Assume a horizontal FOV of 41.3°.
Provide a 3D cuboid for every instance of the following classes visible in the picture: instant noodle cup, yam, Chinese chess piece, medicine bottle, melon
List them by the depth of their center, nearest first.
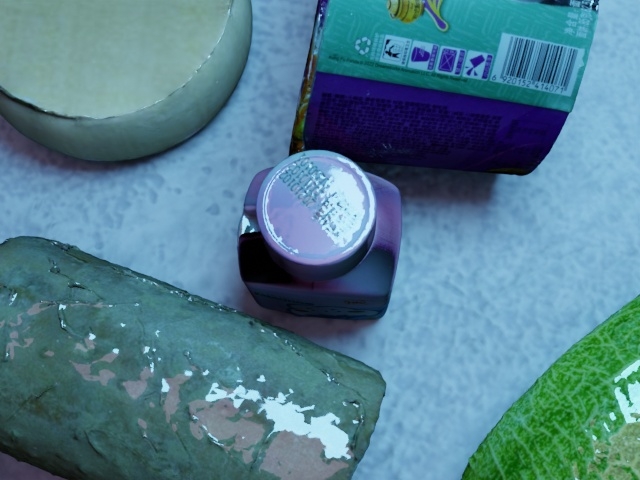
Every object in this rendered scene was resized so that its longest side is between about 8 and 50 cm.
[{"bbox_3d":[0.233,0.159,0.622,0.323,0.124,0.196,-30,70,-6],"label":"melon"},{"bbox_3d":[-0.117,0.116,0.627,0.304,0.168,0.168,21,78,6],"label":"yam"},{"bbox_3d":[0.000,0.000,0.636,0.119,0.188,0.094,6,77,4],"label":"medicine bottle"},{"bbox_3d":[0.089,-0.162,0.655,0.190,0.251,0.251,11,77,-3],"label":"instant noodle cup"},{"bbox_3d":[-0.184,-0.193,0.737,0.249,0.103,0.250,0,76,2],"label":"Chinese chess piece"}]
